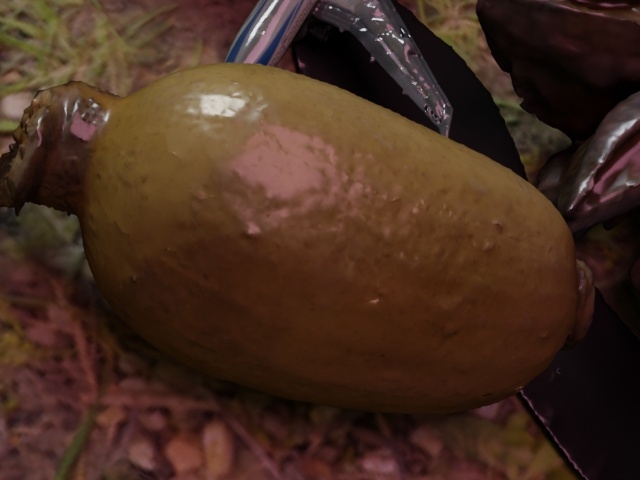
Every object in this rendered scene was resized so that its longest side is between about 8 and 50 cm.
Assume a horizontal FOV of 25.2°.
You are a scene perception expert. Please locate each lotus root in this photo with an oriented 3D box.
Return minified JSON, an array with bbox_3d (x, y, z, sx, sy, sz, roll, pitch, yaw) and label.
[{"bbox_3d":[0.000,0.003,0.673,0.303,0.131,0.146,18,95,-16],"label":"lotus root"}]

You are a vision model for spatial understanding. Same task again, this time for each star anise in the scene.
[{"bbox_3d":[0.221,-0.075,0.821,0.331,0.117,0.332,14,55,-21],"label":"star anise"}]

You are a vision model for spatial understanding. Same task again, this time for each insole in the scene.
[{"bbox_3d":[0.094,-0.001,0.796,0.119,0.009,0.348,-30,80,-29],"label":"insole"}]

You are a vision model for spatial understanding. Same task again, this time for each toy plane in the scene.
[{"bbox_3d":[-0.013,-0.139,0.781,0.226,0.058,0.226,28,60,6],"label":"toy plane"}]
